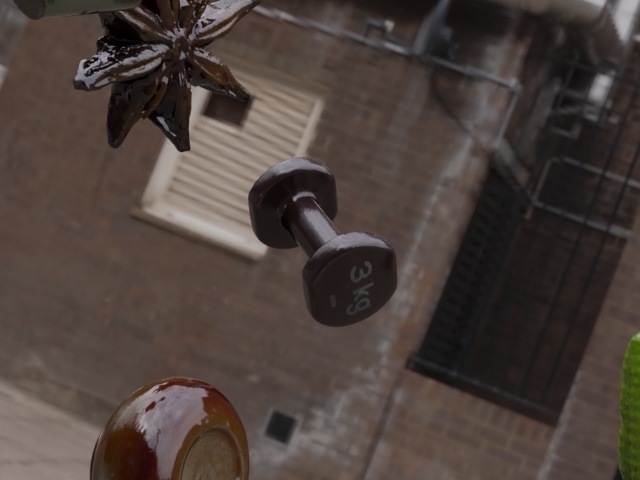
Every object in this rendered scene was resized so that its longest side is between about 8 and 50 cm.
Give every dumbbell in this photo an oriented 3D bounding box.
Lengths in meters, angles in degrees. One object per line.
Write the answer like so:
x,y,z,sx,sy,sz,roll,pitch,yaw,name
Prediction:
0.000,0.000,1.664,0.225,0.124,0.140,-127,-156,-44,dumbbell

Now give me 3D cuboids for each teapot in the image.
-0.161,0.226,1.161,0.135,0.252,0.178,-2,-60,36,teapot

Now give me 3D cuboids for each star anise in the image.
-0.185,-0.224,1.426,0.103,0.272,0.272,20,-4,41,star anise

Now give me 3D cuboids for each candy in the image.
0.418,0.213,1.599,0.097,0.209,0.097,-6,12,1,candy

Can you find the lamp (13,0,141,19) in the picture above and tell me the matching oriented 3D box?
-0.175,-0.268,1.128,0.215,0.121,0.121,-28,28,-31,lamp
